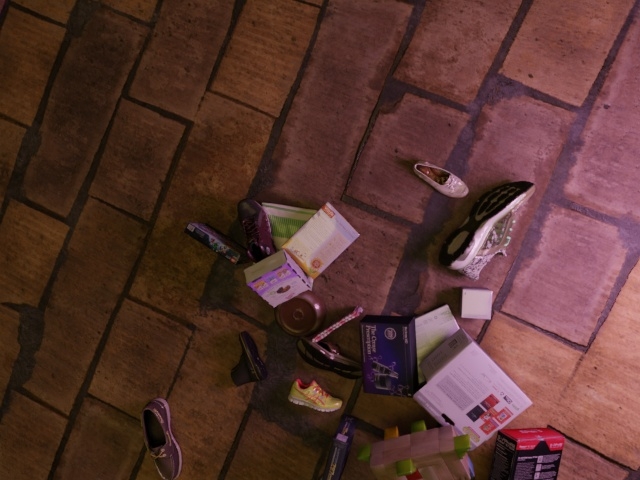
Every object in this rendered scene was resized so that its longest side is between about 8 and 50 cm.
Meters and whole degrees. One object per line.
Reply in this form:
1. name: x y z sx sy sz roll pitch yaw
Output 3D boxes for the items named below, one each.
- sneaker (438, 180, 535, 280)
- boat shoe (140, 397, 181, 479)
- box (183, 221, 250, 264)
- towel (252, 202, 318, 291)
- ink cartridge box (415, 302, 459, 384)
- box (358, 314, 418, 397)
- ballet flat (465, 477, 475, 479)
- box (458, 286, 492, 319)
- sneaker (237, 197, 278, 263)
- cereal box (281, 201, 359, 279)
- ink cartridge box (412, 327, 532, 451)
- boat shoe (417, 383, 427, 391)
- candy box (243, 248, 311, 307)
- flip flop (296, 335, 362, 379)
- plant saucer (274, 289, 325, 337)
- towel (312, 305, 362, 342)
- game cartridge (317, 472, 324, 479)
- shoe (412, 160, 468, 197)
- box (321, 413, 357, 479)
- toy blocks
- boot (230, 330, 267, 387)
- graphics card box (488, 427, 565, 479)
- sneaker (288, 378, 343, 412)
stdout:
1. sneaker: 0.598 -0.029 1.635 0.182 0.158 0.410 40 96 -24
2. boat shoe: -0.631 0.792 1.850 0.116 0.096 0.325 -12 88 10
3. box: -0.378 0.010 1.772 0.233 0.159 0.044 32 95 9
4. towel: -0.134 0.030 1.791 0.247 0.038 0.325 8 92 9
5. ink cartridge box: 0.402 0.369 1.691 0.223 0.045 0.224 -26 87 10
6. box: 0.241 0.403 1.659 0.184 0.103 0.262 -2 97 21
7. ballet flat: 0.482 0.924 1.667 0.073 0.067 0.206 26 95 9
8. box: 0.539 0.216 1.644 0.101 0.087 0.102 3 90 10
9. sneaker: -0.236 -0.027 1.706 0.106 0.162 0.282 -26 88 9
10. cereal box: 0.000 0.000 1.735 0.240 0.047 0.173 -43 94 0
11. ink cartridge box: 0.492 0.505 1.594 0.272 0.130 0.309 -43 99 8
12. boat shoe: 0.416 0.534 1.691 0.135 0.050 0.045 -15 102 9
13. candy box: -0.151 0.139 1.684 0.164 0.196 0.070 -28 50 8
14. flip flop: 0.038 0.422 1.739 0.276 0.080 0.112 23 133 -3
15. plant saucer: -0.082 0.276 1.767 0.198 0.036 0.199 2 100 10
16. towel: 0.062 0.304 1.701 0.197 0.144 0.029 -34 83 9
17. game cartridge: 0.005 1.041 1.762 0.196 0.060 0.294 36 96 4
18. shoe: 0.425 -0.216 1.678 0.219 0.058 0.077 30 95 9
19. box: 0.068 0.744 1.657 0.059 0.232 0.184 16 93 13
20. toy blocks: 0.350 0.768 1.563 0.381 0.191 0.261 -22 111 20
21. boot: -0.305 0.461 1.807 0.136 0.077 0.198 -24 85 14
22. graphics card box: 0.669 0.816 1.567 0.232 0.094 0.371 8 92 -26
23. sneaker: -0.016 0.571 1.749 0.208 0.081 0.094 10 90 10
